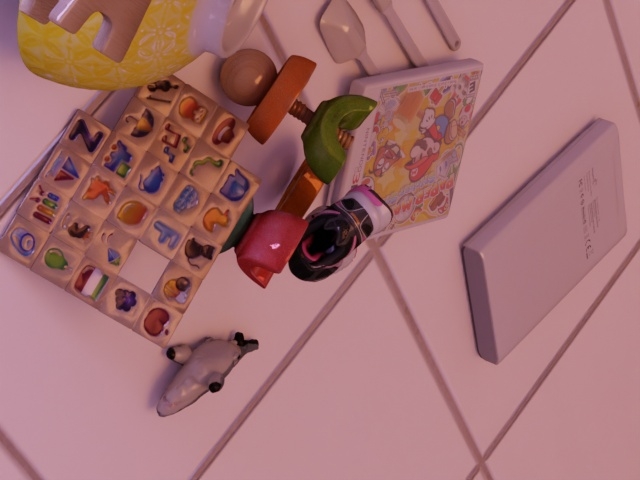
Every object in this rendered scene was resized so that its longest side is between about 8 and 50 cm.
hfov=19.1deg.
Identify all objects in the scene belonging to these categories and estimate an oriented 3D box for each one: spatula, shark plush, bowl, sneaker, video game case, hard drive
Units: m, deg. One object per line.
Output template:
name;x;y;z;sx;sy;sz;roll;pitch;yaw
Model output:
spatula;0.085;-0.241;2.175;0.168;0.019;0.242;-57;147;-15
shark plush;-0.126;0.138;2.106;0.161;0.073;0.067;-49;166;-56
bowl;-0.128;-0.246;1.686;0.289;0.156;0.289;-60;170;-18
sneaker;0.000;0.000;2.005;0.077;0.072;0.178;-34;172;-33
video game case;0.097;-0.104;2.240;0.227;0.026;0.206;-16;125;-48
hard drive;0.307;0.000;2.563;0.307;0.040;0.203;-41;137;-31

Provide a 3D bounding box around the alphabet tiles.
alphabet tiles;-0.176;-0.044;1.865;0.198;0.009;0.237;33;81;-20

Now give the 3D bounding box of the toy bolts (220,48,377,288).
toy bolts;-0.077;-0.073;2.002;0.228;0.158;0.218;-61;-175;-24

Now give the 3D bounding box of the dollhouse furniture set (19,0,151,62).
dollhouse furniture set;-0.287;-0.290;1.375;0.201;0.374;0.152;29;90;-56
